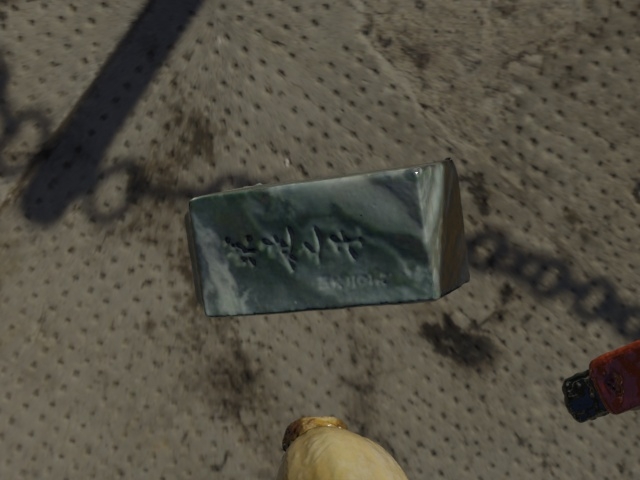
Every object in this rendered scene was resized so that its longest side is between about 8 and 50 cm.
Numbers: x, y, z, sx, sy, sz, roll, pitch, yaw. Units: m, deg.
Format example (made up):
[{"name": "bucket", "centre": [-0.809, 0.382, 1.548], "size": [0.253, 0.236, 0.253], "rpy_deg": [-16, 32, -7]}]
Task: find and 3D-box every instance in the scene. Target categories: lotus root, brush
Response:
[{"name": "lotus root", "centre": [0.016, 0.129, 0.413], "size": [0.062, 0.150, 0.073], "rpy_deg": [-18, 140, 1]}, {"name": "brush", "centre": [0.391, 0.124, 1.170], "size": [0.323, 0.051, 0.070], "rpy_deg": [-34, 67, 38]}]

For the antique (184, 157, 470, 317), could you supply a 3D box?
[{"name": "antique", "centre": [0.000, 0.000, 0.746], "size": [0.183, 0.086, 0.088], "rpy_deg": [-7, 95, 24]}]
